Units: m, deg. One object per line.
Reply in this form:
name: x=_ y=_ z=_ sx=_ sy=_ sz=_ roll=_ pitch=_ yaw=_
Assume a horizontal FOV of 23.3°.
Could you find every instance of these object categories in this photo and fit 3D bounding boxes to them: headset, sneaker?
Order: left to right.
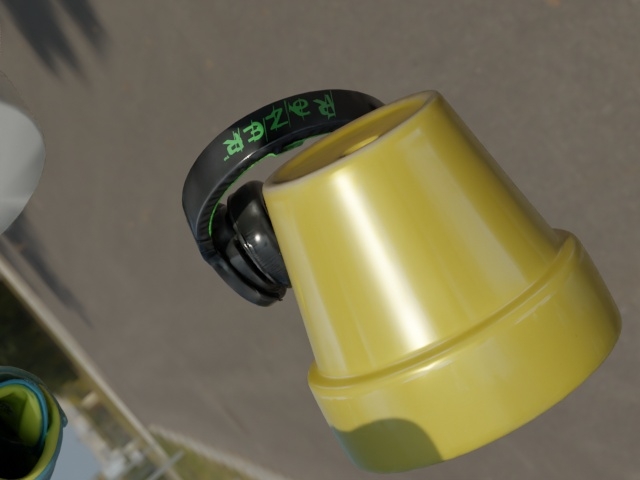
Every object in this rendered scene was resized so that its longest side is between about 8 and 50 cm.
sneaker: x=-0.318 y=0.165 z=1.492 sx=0.319 sy=0.127 sz=0.208 roll=61 pitch=142 yaw=44
headset: x=0.000 y=0.000 z=1.667 sx=0.394 sy=0.243 sz=0.185 roll=70 pitch=175 yaw=-60

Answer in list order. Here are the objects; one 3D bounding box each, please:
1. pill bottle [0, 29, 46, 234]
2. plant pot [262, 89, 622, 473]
pill bottle: x=-0.361 y=-0.166 z=1.037 sx=0.408 sy=0.229 sz=0.229 roll=51 pitch=170 yaw=23
plant pot: x=0.080 y=0.020 z=1.254 sx=0.239 sy=0.254 sz=0.254 roll=61 pitch=166 yaw=-12
